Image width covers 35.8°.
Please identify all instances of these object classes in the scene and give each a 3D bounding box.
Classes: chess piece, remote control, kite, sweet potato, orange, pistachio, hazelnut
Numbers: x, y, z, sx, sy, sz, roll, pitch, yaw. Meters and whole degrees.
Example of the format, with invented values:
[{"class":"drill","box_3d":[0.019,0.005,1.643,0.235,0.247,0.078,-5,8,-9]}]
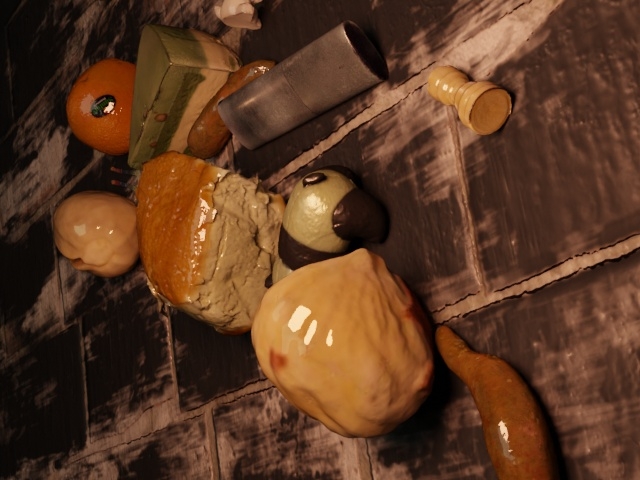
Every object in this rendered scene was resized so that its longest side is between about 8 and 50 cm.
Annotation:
[{"class":"chess piece","box_3d":[0.191,-0.191,1.299,0.122,0.066,0.066,49,126,52]},{"class":"remote control","box_3d":[-0.040,-0.242,1.608,0.377,0.107,0.044,-21,27,52]},{"class":"kite","box_3d":[-0.403,-0.112,2.164,0.245,0.015,0.141,14,98,51]},{"class":"sweet potato","box_3d":[0.221,0.220,1.203,0.108,0.079,0.346,112,146,-43]},{"class":"orange","box_3d":[-0.434,-0.281,2.076,0.206,0.206,0.206,-7,81,54]},{"class":"pistachio","box_3d":[-0.480,-0.023,2.142,0.299,0.187,0.188,28,110,59]},{"class":"hazelnut","box_3d":[0.035,0.128,1.333,0.261,0.261,0.241,47,124,46]},{"class":"sweet potato","box_3d":[-0.165,-0.243,1.799,0.273,0.075,0.075,-46,51,37]}]

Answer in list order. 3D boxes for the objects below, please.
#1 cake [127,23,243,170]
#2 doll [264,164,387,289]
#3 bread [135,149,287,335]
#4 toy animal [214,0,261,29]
[{"class":"cake","box_3d":[-0.284,-0.280,1.901,0.284,0.158,0.172,-57,44,39]},{"class":"doll","box_3d":[0.000,-0.002,1.489,0.143,0.135,0.234,50,130,46]},{"class":"bread","box_3d":[-0.189,0.009,1.668,0.250,0.224,0.279,16,91,48]},{"class":"toy animal","box_3d":[-0.146,-0.474,1.739,0.127,0.131,0.182,2,84,12]}]
